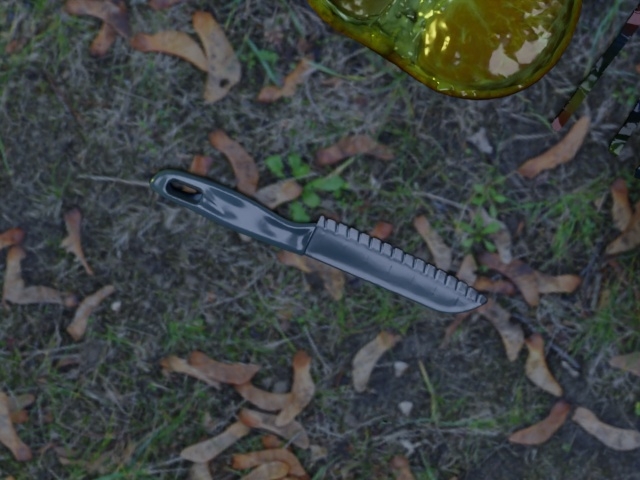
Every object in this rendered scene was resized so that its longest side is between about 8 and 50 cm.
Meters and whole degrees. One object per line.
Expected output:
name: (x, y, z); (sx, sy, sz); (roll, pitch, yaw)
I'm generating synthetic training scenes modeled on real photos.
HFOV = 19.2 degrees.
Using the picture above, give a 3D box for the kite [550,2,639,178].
kite: (0.311, -0.181, 1.569); (0.152, 0.015, 0.285); (36, 104, -7)

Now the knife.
knife: (0.000, 0.000, 1.645); (0.313, 0.019, 0.044); (23, 106, -8)

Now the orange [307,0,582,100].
orange: (0.094, -0.221, 1.487); (0.237, 0.158, 0.179); (31, 101, -5)
